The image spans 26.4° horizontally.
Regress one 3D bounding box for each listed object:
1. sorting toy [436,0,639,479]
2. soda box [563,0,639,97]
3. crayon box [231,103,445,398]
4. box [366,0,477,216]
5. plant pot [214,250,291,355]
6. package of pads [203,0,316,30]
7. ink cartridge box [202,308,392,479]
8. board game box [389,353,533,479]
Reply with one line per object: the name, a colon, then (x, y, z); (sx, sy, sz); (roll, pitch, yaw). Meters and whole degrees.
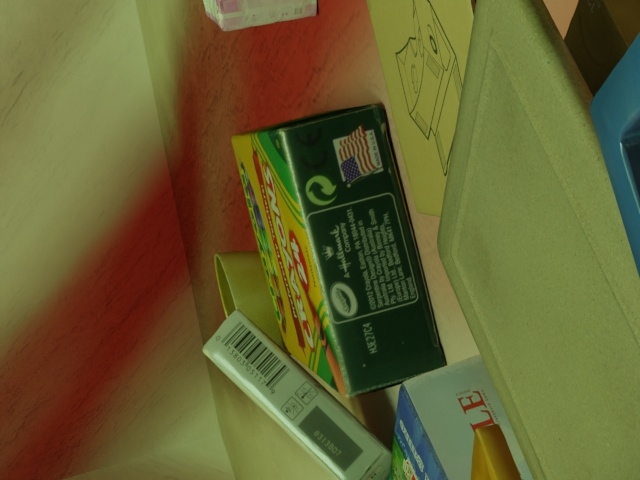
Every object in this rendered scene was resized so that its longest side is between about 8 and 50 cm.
sorting toy: (0.087, 0.023, 0.435); (0.348, 0.047, 0.196); (92, 165, -60)
soda box: (0.136, -0.003, 0.422); (0.061, 0.058, 0.181); (96, 156, -64)
crayon box: (0.000, 0.000, 1.114); (0.318, 0.081, 0.202); (-165, 60, -79)
box: (0.070, -0.091, 0.765); (0.201, 0.021, 0.164); (-160, 56, -79)
plant pot: (-0.048, 0.066, 1.432); (0.134, 0.095, 0.134); (165, 90, -81)
package of pads: (-0.049, -0.191, 1.089); (0.050, 0.083, 0.032); (-128, 30, -58)
ink cartridge box: (-0.005, 0.163, 1.288); (0.189, 0.066, 0.232); (42, -179, 17)
board game box: (0.127, 0.282, 0.833); (0.318, 0.066, 0.319); (90, 160, -55)
